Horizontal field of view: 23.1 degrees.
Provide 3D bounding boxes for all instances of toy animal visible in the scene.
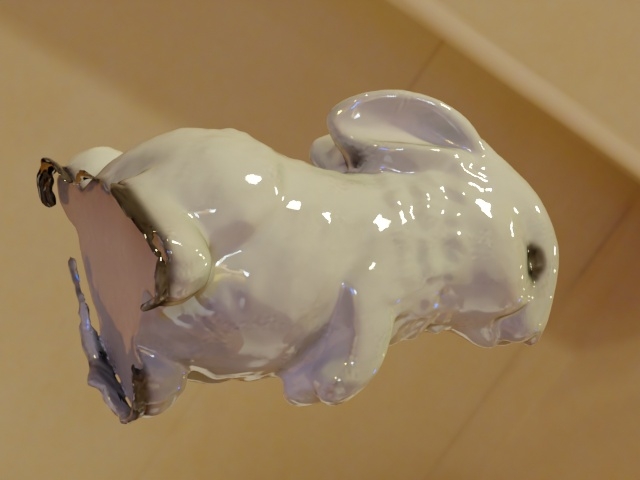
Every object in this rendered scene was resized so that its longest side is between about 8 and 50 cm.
[{"bbox_3d":[0.000,0.000,1.134,0.357,0.194,0.258,-11,59,-26],"label":"toy animal"}]
